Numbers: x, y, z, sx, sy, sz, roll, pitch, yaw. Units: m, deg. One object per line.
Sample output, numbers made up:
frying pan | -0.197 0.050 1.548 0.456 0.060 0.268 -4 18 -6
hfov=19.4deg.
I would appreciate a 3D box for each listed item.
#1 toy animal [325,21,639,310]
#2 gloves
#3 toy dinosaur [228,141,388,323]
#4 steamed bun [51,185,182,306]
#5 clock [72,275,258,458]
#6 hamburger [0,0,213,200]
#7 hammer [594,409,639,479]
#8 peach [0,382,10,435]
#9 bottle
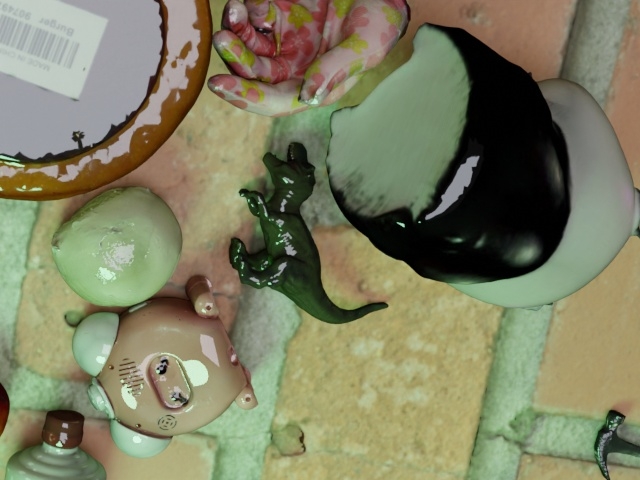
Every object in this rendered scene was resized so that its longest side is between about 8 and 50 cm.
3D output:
toy animal | 0.173 -0.049 1.853 0.310 0.251 0.251 25 99 -39
gloves | -0.021 -0.183 1.795 0.241 0.126 0.145 -34 77 -31
toy dinosaur | 0.000 0.000 1.916 0.179 0.087 0.187 3 106 -12
steamed bun | -0.200 0.011 1.870 0.130 0.091 0.112 -29 105 -2
clock | -0.162 0.135 1.917 0.162 0.093 0.166 -23 109 -2
hamburger | -0.262 -0.205 1.716 0.330 0.250 0.330 -3 105 -12
hammer | 0.399 0.253 2.106 0.201 0.021 0.078 17 101 -15
peach | -0.364 0.172 1.883 0.101 0.101 0.100 -3 106 -11
bottle | -0.281 0.293 1.929 0.104 0.104 0.245 7 104 -14
